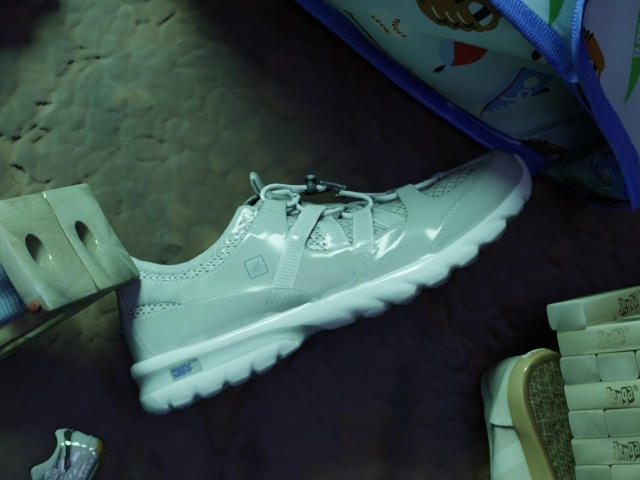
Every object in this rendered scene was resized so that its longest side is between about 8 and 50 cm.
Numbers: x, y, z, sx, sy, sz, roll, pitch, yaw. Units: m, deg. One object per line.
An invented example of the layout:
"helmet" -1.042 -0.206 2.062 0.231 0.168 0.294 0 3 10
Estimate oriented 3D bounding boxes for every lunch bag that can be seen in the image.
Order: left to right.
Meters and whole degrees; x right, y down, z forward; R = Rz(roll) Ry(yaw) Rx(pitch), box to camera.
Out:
"lunch bag" 0.139 -0.251 0.861 0.385 0.239 0.328 39 76 -19

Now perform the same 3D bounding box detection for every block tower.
"block tower" 0.225 0.193 0.848 0.091 0.097 0.335 -9 87 -42

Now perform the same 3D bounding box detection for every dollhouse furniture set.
"dollhouse furniture set" -0.220 -0.019 0.783 0.129 0.129 0.183 -31 89 15

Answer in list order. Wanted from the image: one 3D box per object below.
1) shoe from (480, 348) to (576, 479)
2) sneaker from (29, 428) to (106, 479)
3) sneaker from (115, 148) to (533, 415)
"shoe" 0.151 0.177 0.890 0.077 0.058 0.219 -12 88 -40
"sneaker" -0.163 0.153 0.847 0.037 0.032 0.083 25 73 8
"sneaker" 0.000 0.000 0.857 0.281 0.105 0.115 -26 88 -12
